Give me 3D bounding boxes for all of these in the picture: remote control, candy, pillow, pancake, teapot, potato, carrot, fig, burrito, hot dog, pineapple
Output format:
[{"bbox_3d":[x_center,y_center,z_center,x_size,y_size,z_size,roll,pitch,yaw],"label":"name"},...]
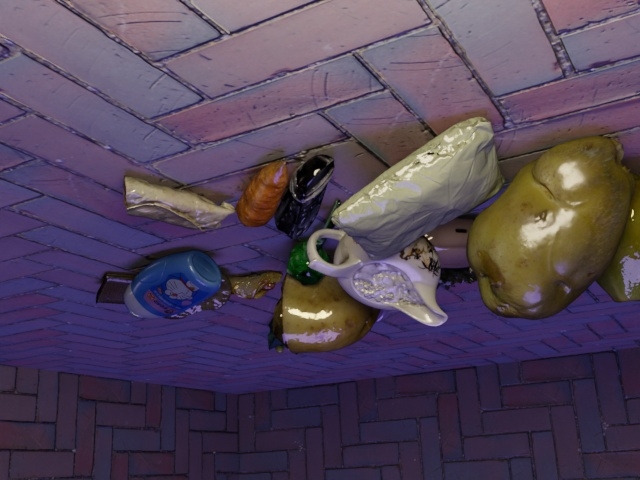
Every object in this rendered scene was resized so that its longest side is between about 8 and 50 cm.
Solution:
[{"bbox_3d":[-0.033,-0.081,1.280,0.066,0.090,0.266,35,156,5],"label":"remote control"},{"bbox_3d":[0.000,-0.002,1.536,0.097,0.097,0.323,2,153,-15],"label":"candy"},{"bbox_3d":[0.175,-0.066,1.215,0.281,0.076,0.274,-32,156,7],"label":"pillow"},{"bbox_3d":[-0.338,0.124,1.832,0.236,0.042,0.222,-28,136,28],"label":"pancake"},{"bbox_3d":[0.110,0.055,1.440,0.300,0.165,0.208,17,149,-15],"label":"teapot"},{"bbox_3d":[0.387,-0.019,1.236,0.351,0.218,0.202,-55,161,25],"label":"potato"},{"bbox_3d":[-0.090,-0.086,1.248,0.072,0.072,0.205,3,160,-18],"label":"carrot"},{"bbox_3d":[0.027,0.159,1.743,0.243,0.242,0.285,-8,170,14],"label":"potato"},{"bbox_3d":[0.569,-0.011,1.345,0.207,0.230,0.207,-27,-163,9],"label":"fig"},{"bbox_3d":[-0.257,-0.061,1.310,0.226,0.060,0.087,12,152,-36],"label":"burrito"},{"bbox_3d":[-0.173,0.120,1.877,0.169,0.061,0.078,-8,162,17],"label":"hot dog"},{"bbox_3d":[0.252,0.074,1.732,0.248,0.128,0.128,-14,160,13],"label":"pineapple"}]

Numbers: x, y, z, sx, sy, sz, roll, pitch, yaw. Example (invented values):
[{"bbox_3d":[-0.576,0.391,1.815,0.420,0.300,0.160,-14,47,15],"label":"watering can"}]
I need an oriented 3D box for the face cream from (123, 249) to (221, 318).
[{"bbox_3d":[-0.356,0.110,1.713,0.264,0.083,0.149,-28,122,32],"label":"face cream"}]

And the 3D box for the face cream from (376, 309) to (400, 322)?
[{"bbox_3d":[0.185,0.183,2.113,0.154,0.096,0.274,-19,169,35],"label":"face cream"}]

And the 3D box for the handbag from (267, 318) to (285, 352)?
[{"bbox_3d":[-0.032,0.303,2.402,0.269,0.100,0.274,3,162,-15],"label":"handbag"}]

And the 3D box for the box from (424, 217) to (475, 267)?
[{"bbox_3d":[0.263,0.006,1.550,0.200,0.088,0.146,4,160,-16],"label":"box"}]

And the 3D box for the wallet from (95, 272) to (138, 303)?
[{"bbox_3d":[-0.438,0.126,1.884,0.243,0.039,0.133,5,148,-27],"label":"wallet"}]
